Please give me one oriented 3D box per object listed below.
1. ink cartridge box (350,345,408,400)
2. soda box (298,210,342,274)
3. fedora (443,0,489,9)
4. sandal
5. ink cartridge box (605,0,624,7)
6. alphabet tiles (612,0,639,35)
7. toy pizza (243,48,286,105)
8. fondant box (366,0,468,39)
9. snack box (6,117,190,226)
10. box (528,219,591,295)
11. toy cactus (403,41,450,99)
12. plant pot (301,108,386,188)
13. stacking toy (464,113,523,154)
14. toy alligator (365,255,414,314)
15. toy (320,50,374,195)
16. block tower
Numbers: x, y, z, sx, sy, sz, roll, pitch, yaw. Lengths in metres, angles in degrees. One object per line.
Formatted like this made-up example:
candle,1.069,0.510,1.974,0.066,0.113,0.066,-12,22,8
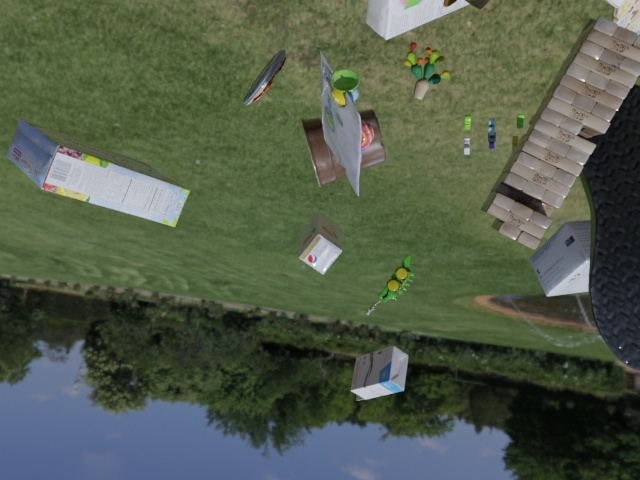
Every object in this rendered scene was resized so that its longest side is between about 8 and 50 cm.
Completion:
ink cartridge box,0.144,0.358,1.457,0.060,0.104,0.180,35,138,-25
soda box,0.000,0.000,1.276,0.069,0.074,0.216,36,-167,-10
fedora,0.344,-0.548,1.145,0.079,0.194,0.194,43,168,1
sandal,0.492,-0.025,0.849,0.168,0.445,0.107,-7,167,22
ink cartridge box,0.577,-0.619,1.095,0.114,0.272,0.197,25,123,-23
alphabet tiles,0.971,-0.664,1.746,0.021,0.278,0.284,43,165,36
toy pizza,-0.159,-0.474,1.606,0.032,0.201,0.201,35,160,-20
fondant box,0.281,-0.684,1.381,0.331,0.096,0.238,-29,151,-18
snack box,-0.331,-0.100,0.820,0.207,0.070,0.175,17,-171,-46
box,0.674,0.044,1.401,0.182,0.118,0.181,-4,147,-17
toy cactus,0.366,-0.593,1.939,0.112,0.180,0.219,28,-168,41
plant pot,0.056,-0.222,1.263,0.165,0.166,0.167,-16,168,2
stacking toy,0.527,-0.332,1.676,0.167,0.052,0.221,0,162,16
toy alligator,0.190,0.126,1.403,0.051,0.189,0.056,35,-179,4
toy,0.051,-0.189,0.898,0.056,0.136,0.237,-25,157,-5
block tower,0.354,-0.156,0.803,0.091,0.335,0.097,28,-170,6
